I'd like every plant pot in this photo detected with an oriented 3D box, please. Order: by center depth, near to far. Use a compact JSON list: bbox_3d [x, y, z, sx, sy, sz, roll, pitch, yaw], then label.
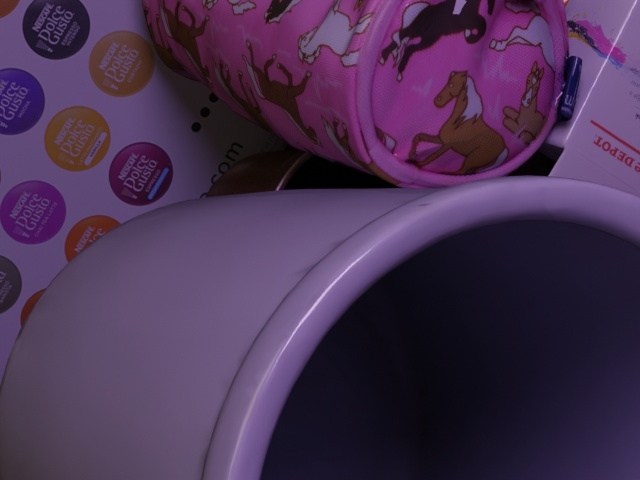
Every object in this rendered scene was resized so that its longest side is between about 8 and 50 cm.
[{"bbox_3d":[0.000,0.000,1.331,0.165,0.167,0.167,10,74,64],"label":"plant pot"}]

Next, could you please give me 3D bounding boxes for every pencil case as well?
[{"bbox_3d":[0.009,-0.150,1.221,0.386,0.167,0.160,30,131,59],"label":"pencil case"}]

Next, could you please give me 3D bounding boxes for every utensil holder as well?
[{"bbox_3d":[0.019,0.130,1.022,0.385,0.327,0.328,2,67,64],"label":"utensil holder"}]

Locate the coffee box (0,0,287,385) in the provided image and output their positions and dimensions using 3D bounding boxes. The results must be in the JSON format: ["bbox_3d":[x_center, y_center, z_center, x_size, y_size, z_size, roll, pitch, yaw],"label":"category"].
[{"bbox_3d":[-0.265,-0.101,1.542,0.338,0.334,0.338,-58,24,5],"label":"coffee box"}]

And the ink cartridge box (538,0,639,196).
[{"bbox_3d":[0.195,-0.091,1.164,0.067,0.115,0.198,24,85,57],"label":"ink cartridge box"}]

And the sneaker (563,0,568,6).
[{"bbox_3d":[0.133,-0.249,1.379,0.321,0.124,0.180,25,82,46],"label":"sneaker"}]
